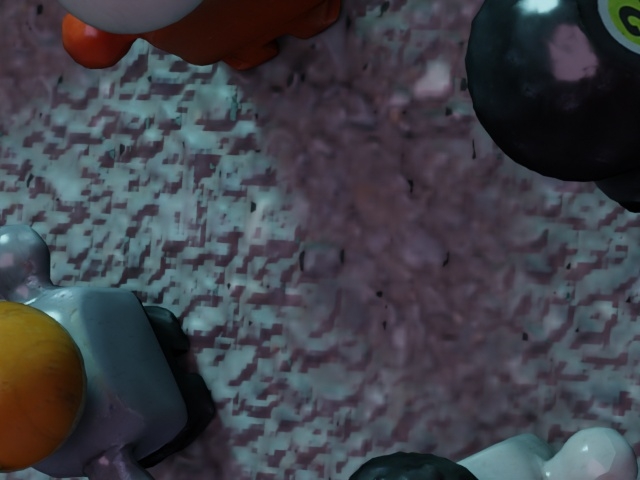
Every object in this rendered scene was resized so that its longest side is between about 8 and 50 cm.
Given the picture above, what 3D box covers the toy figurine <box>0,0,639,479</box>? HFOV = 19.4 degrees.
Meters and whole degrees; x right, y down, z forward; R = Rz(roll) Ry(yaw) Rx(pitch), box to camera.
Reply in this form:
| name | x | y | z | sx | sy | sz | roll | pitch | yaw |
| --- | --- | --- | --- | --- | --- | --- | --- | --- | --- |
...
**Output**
| name | x | y | z | sx | sy | sz | roll | pitch | yaw |
| --- | --- | --- | --- | --- | --- | --- | --- | --- | --- |
| toy figurine | 0.000 | 0.000 | 0.532 | 0.213 | 0.148 | 0.210 | 22 | 93 | 18 |
